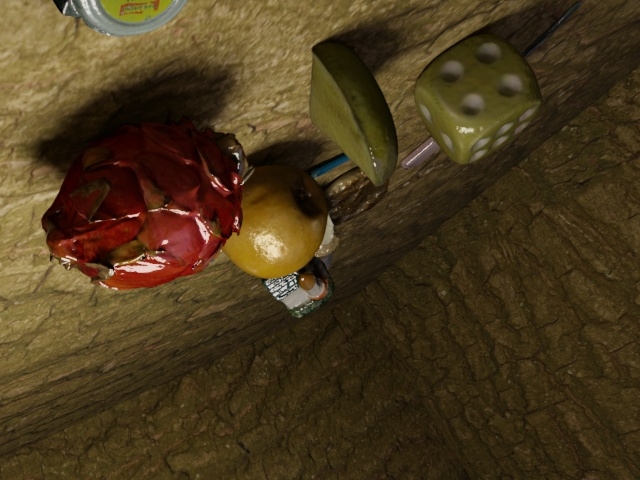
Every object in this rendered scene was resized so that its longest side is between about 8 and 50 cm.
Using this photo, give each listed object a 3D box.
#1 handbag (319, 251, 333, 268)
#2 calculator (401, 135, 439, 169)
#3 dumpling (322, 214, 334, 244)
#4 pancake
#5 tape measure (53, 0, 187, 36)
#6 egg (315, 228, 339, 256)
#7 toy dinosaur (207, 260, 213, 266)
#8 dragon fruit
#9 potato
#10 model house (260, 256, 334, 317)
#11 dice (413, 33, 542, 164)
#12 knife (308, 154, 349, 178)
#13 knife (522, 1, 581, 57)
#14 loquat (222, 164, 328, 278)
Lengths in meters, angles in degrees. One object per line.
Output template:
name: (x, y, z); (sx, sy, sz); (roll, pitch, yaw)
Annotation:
handbag: (-0.024, 0.081, 2.280); (0.173, 0.095, 0.117); (-12, 159, -48)
calculator: (0.351, -0.302, 1.908); (0.175, 0.032, 0.100); (-40, 165, 26)
dumpling: (-0.031, -0.054, 1.667); (0.216, 0.167, 0.126); (-49, -173, 41)
pancake: (0.083, -0.135, 1.840); (0.356, 0.065, 0.356); (-31, 165, -9)
tape measure: (-0.142, -0.327, 0.641); (0.331, 0.084, 0.164); (-22, 165, -31)
egg: (0.000, 0.000, 1.826); (0.140, 0.116, 0.118); (-13, 135, -48)
toy dinosaur: (-0.352, 0.068, 1.647); (0.083, 0.030, 0.047); (-23, 164, -31)
dragon fruit: (-0.270, -0.060, 0.913); (0.343, 0.277, 0.277); (-32, 166, -11)
potato: (0.086, -0.231, 1.113); (0.112, 0.255, 0.269); (-29, 166, -8)
model house: (-0.110, 0.086, 1.826); (0.190, 0.271, 0.301); (-33, 154, 5)
dice: (0.391, -0.353, 1.407); (0.238, 0.233, 0.227); (-33, 165, 1)
knife: (0.054, -0.223, 1.554); (0.297, 0.026, 0.044); (-30, 169, -21)
knife: (0.658, -0.598, 1.601); (0.028, 0.015, 0.210); (-25, 166, -50)
loquat: (-0.121, -0.041, 1.303); (0.275, 0.274, 0.275); (-30, 166, -8)
